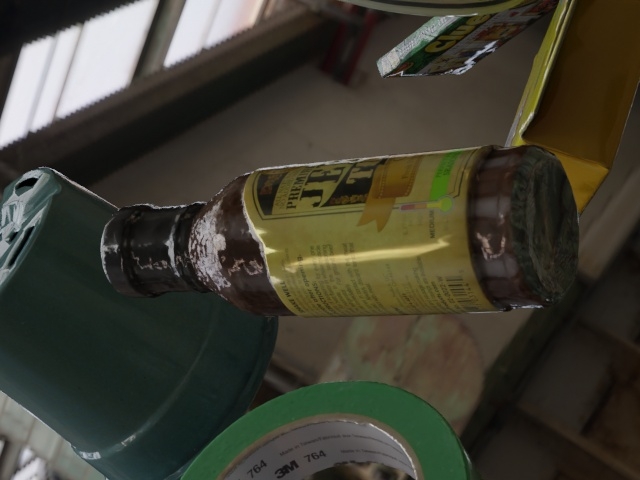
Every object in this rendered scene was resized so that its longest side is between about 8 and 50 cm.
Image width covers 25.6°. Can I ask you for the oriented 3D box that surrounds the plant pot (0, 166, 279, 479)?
[{"bbox_3d":[-0.288,0.100,1.781,0.334,0.341,0.341,38,-156,-27],"label":"plant pot"}]

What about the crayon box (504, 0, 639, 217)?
[{"bbox_3d":[0.220,-0.126,1.216,0.081,0.202,0.318,19,166,5],"label":"crayon box"}]

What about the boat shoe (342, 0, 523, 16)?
[{"bbox_3d":[-0.039,-0.334,1.080,0.500,0.156,0.187,30,-130,-1],"label":"boat shoe"}]

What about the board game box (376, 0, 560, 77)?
[{"bbox_3d":[0.193,-0.262,1.695,0.136,0.259,0.030,-5,-106,-34],"label":"board game box"}]

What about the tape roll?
[{"bbox_3d":[-0.001,0.278,1.304,0.077,0.321,0.321,58,-172,-40],"label":"tape roll"}]

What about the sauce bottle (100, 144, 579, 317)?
[{"bbox_3d":[0.000,0.000,0.972,0.344,0.111,0.111,-4,-162,29],"label":"sauce bottle"}]
